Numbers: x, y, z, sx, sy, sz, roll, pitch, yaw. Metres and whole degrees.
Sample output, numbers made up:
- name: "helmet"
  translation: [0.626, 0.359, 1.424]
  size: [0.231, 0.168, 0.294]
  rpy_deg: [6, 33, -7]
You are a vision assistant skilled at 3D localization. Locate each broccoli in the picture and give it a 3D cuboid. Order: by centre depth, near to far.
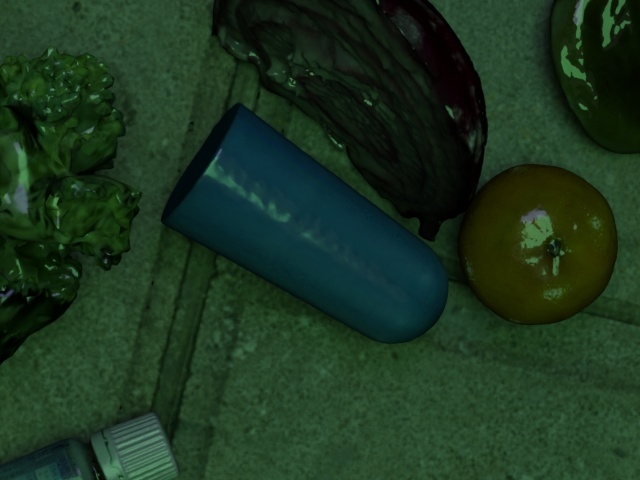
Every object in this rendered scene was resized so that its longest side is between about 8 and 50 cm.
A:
- name: "broccoli"
  translation: [-0.337, -0.047, 1.247]
  size: [0.338, 0.317, 0.277]
  rpy_deg: [29, 70, -47]

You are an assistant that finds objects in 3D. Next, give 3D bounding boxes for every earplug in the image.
- name: "earplug"
  translation: [0.000, 0.000, 1.367]
  size: [0.273, 0.132, 0.132]
  rpy_deg: [33, 86, -12]

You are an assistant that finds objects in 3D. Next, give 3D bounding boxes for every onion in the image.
- name: "onion"
  translation: [0.064, -0.163, 1.310]
  size: [0.146, 0.280, 0.314]
  rpy_deg: [-43, 98, -21]

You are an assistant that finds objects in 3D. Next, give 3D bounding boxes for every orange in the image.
- name: "orange"
  translation: [0.209, 0.004, 1.398]
  size: [0.156, 0.124, 0.156]
  rpy_deg: [0, 88, -9]

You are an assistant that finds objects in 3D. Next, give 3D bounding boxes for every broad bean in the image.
- name: "broad bean"
  translation: [0.296, -0.187, 1.433]
  size: [0.153, 0.072, 0.207]
  rpy_deg: [-7, 92, -8]

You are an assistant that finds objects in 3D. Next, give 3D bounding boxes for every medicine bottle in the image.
- name: "medicine bottle"
  translation: [-0.234, 0.225, 1.352]
  size: [0.203, 0.083, 0.083]
  rpy_deg: [-24, 95, -7]
